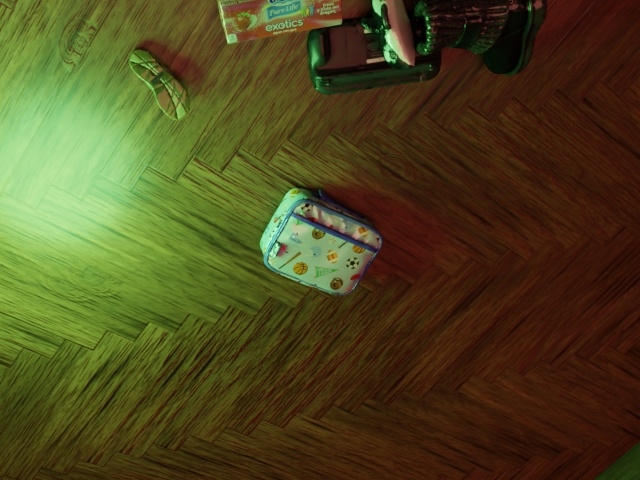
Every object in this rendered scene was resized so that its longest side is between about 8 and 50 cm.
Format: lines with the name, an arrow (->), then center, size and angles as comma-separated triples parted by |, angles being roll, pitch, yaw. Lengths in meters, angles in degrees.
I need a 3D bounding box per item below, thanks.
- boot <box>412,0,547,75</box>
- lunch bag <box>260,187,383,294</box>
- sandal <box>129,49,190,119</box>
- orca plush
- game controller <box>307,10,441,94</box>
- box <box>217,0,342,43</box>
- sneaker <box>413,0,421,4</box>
boot -> 0.333, -0.451, 1.487 | 0.260, 0.131, 0.348 | -15, 165, 3
lunch bag -> 0.000, 0.000, 1.784 | 0.304, 0.115, 0.243 | 23, 112, -23
sandal -> -0.365, -0.361, 1.538 | 0.072, 0.049, 0.180 | -38, 105, 6
orca plush -> 0.123, -0.509, 1.480 | 0.102, 0.151, 0.287 | -14, 109, 31
game controller -> 0.131, -0.443, 1.579 | 0.320, 0.067, 0.166 | -9, 108, -6
box -> -0.090, -0.524, 1.420 | 0.257, 0.128, 0.122 | -11, 146, -3
sneaker -> 0.237, -0.630, 1.473 | 0.125, 0.104, 0.261 | -37, 125, -10
